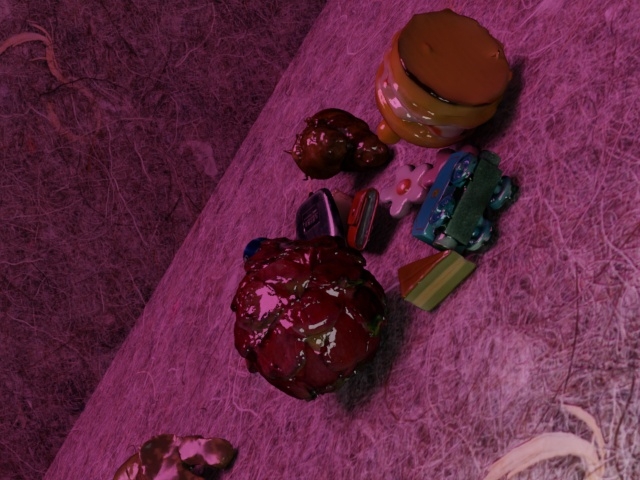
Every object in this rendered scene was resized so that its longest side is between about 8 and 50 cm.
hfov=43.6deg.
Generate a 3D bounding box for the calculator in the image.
[{"bbox_3d":[0.000,0.000,1.957,0.177,0.040,0.268,-39,53,47],"label":"calculator"}]

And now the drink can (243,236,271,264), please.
[{"bbox_3d":[-0.153,0.053,2.319,0.118,0.118,0.205,-61,18,-4],"label":"drink can"}]

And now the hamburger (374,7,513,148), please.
[{"bbox_3d":[0.237,-0.312,1.661,0.237,0.276,0.276,119,170,-55],"label":"hamburger"}]

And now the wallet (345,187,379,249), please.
[{"bbox_3d":[0.092,-0.051,1.859,0.204,0.045,0.142,-156,82,-86],"label":"wallet"}]

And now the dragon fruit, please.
[{"bbox_3d":[-0.023,0.141,1.567,0.329,0.329,0.329,-50,21,27],"label":"dragon fruit"}]

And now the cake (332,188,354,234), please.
[{"bbox_3d":[0.049,-0.071,2.107,0.109,0.090,0.225,-62,0,2],"label":"cake"}]

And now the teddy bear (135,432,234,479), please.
[{"bbox_3d":[-0.349,0.597,2.006,0.296,0.222,0.246,8,53,23],"label":"teddy bear"}]

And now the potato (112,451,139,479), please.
[{"bbox_3d":[-0.524,0.715,2.258,0.248,0.143,0.169,-65,-19,0],"label":"potato"}]

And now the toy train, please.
[{"bbox_3d":[0.257,-0.067,1.462,0.203,0.112,0.163,-60,13,-8],"label":"toy train"}]

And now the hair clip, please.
[{"bbox_3d":[0.230,-0.122,1.683,0.257,0.075,0.146,-28,32,50],"label":"hair clip"}]

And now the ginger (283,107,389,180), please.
[{"bbox_3d":[0.016,-0.264,2.179,0.418,0.254,0.176,-126,34,-69],"label":"ginger"}]

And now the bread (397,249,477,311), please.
[{"bbox_3d":[0.211,0.051,1.456,0.139,0.074,0.084,-50,24,30],"label":"bread"}]
